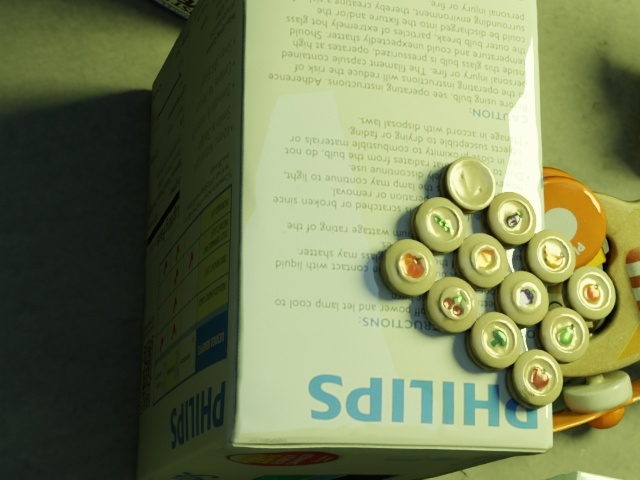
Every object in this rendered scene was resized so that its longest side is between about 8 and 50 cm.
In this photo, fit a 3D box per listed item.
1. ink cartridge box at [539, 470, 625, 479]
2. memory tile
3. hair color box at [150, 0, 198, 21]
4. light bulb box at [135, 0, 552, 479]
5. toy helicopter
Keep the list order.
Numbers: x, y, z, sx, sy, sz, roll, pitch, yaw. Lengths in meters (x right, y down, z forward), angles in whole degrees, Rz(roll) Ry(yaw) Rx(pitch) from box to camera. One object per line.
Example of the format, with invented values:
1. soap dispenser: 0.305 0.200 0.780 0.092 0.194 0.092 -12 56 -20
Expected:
1. ink cartridge box: 0.238 0.296 1.215 0.128 0.127 0.176 14 72 -14
2. memory tile: 0.118 0.026 0.927 0.148 0.012 0.113 41 65 -7
3. hair color box: -0.047 -0.322 1.174 0.110 0.339 0.185 30 68 -10
4. light bulb box: 0.000 0.000 1.094 0.225 0.358 0.360 4 75 -16
5. toy helicopter: 0.305 0.077 1.280 0.355 0.140 0.234 12 97 1
